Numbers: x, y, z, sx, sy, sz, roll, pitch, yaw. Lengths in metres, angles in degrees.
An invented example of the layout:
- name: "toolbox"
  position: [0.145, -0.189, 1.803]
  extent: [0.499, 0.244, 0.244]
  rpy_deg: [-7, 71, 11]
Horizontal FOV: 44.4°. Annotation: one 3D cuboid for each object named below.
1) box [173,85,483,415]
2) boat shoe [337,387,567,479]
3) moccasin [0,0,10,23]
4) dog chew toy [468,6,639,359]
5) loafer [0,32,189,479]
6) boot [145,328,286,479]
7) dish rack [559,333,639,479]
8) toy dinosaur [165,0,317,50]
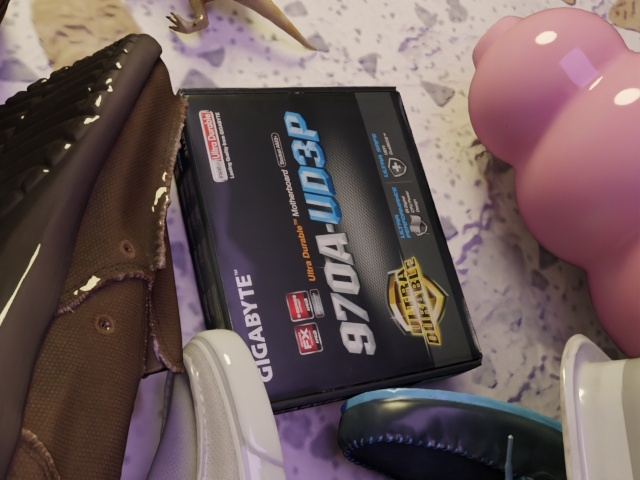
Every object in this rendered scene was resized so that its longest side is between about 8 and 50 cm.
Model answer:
- name: "box"
  position: [0.000, 0.000, 0.543]
  extent: [0.175, 0.051, 0.220]
  rpy_deg: [-6, 71, -26]
- name: "boat shoe"
  position: [0.131, 0.164, 0.499]
  extent: [0.258, 0.109, 0.089]
  rpy_deg: [19, 59, -14]
- name: "moccasin"
  position: [-0.359, -0.227, 0.424]
  extent: [0.380, 0.147, 0.139]
  rpy_deg: [29, 60, -11]
- name: "dog chew toy"
  position: [0.247, -0.045, 0.596]
  extent: [0.206, 0.207, 0.332]
  rpy_deg: [-37, 78, -32]
- name: "loafer"
  position: [-0.141, 0.032, 0.420]
  extent: [0.130, 0.133, 0.366]
  rpy_deg: [51, 34, -39]
- name: "boot"
  position: [-0.087, 0.172, 0.403]
  extent: [0.123, 0.095, 0.258]
  rpy_deg: [4, 67, -29]
- name: "dish rack"
  position: [0.235, 0.220, 0.442]
  extent: [0.333, 0.072, 0.286]
  rpy_deg: [36, 46, -46]
- name: "toy dinosaur"
  position: [-0.081, -0.201, 0.593]
  extent: [0.183, 0.053, 0.093]
  rpy_deg: [42, 57, -3]
